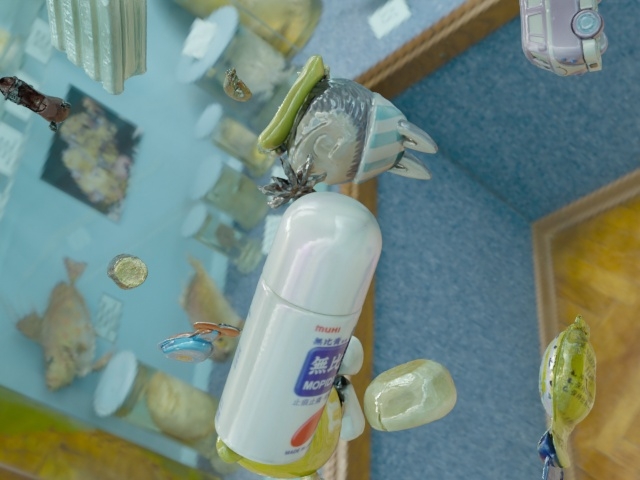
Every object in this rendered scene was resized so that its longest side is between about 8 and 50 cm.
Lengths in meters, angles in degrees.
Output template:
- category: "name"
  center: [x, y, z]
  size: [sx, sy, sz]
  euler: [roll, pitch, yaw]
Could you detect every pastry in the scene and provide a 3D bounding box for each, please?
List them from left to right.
- category: "pastry"
  center: [0.142, 0.252, 1.621]
  size: [0.156, 0.092, 0.156]
  euler: [-26, 1, 0]

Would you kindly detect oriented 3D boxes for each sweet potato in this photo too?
- category: "sweet potato"
  center: [-0.264, 0.041, 1.338]
  size: [0.117, 0.049, 0.049]
  euler: [-1, 62, 64]

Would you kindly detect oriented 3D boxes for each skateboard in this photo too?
- category: "skateboard"
  center: [-0.585, -0.291, 2.054]
  size: [0.067, 0.151, 0.080]
  euler: [-56, 16, 11]

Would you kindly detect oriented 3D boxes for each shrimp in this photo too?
- category: "shrimp"
  center: [-0.156, -0.294, 1.909]
  size: [0.023, 0.059, 0.108]
  euler: [-63, 0, -19]

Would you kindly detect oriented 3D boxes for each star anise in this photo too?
- category: "star anise"
  center: [-0.048, -0.106, 1.951]
  size: [0.141, 0.141, 0.042]
  euler: [-44, 45, 22]

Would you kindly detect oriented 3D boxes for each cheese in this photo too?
- category: "cheese"
  center: [-0.227, 0.187, 1.854]
  size: [0.256, 0.106, 0.037]
  euler: [-35, 45, 55]
- category: "cheese"
  center: [0.322, 0.218, 1.326]
  size: [0.064, 0.156, 0.250]
  euler: [1, 60, 30]

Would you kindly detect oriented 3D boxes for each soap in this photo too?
- category: "soap"
  center: [-0.353, -0.368, 1.583]
  size: [0.087, 0.160, 0.265]
  euler: [-46, -11, -25]

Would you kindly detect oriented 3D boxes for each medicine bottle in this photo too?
- category: "medicine bottle"
  center: [-0.025, 0.101, 1.218]
  size: [0.130, 0.130, 0.341]
  euler: [56, 133, 55]

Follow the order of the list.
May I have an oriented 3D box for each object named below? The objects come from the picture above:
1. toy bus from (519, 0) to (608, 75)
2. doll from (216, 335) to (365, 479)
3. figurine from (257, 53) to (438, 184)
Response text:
- category: "toy bus"
  center: [0.424, -0.393, 1.757]
  size: [0.142, 0.142, 0.203]
  euler: [-5, 82, 18]
- category: "doll"
  center: [-0.028, 0.316, 1.773]
  size: [0.161, 0.348, 0.423]
  euler: [-17, 30, 27]
- category: "figurine"
  center: [0.070, -0.219, 2.256]
  size: [0.266, 0.377, 0.361]
  euler: [-55, 6, 15]
